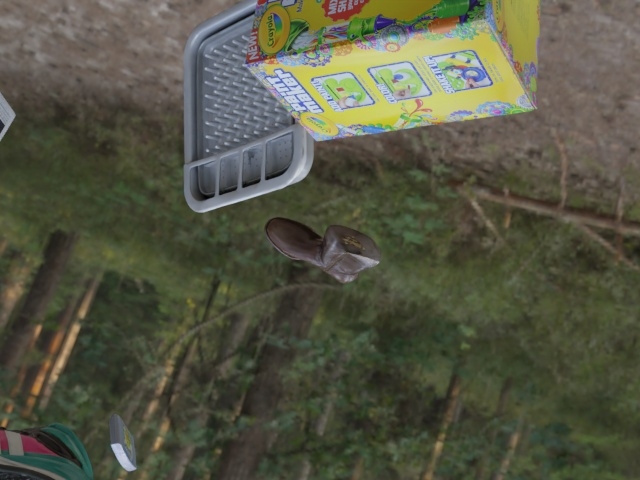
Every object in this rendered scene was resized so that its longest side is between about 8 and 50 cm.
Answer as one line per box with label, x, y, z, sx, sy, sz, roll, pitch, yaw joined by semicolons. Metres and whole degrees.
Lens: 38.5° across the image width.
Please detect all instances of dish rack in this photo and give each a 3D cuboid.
dish rack;-0.111;-0.221;1.487;0.286;0.332;0.072;-14;164;43

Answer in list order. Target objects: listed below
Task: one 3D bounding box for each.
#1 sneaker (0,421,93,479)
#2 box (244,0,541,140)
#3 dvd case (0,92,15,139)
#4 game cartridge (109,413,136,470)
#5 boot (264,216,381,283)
sneaker;-0.389;0.255;1.076;0.296;0.123;0.178;26;177;5
box;0.095;-0.294;1.050;0.279;0.289;0.177;-5;154;28
dvd case;-0.515;-0.138;1.236;0.030;0.238;0.179;10;151;18
game cartridge;-0.277;0.288;1.289;0.017;0.056;0.083;-11;140;1
boot;0.000;0.000;0.843;0.106;0.037;0.114;28;168;-2
